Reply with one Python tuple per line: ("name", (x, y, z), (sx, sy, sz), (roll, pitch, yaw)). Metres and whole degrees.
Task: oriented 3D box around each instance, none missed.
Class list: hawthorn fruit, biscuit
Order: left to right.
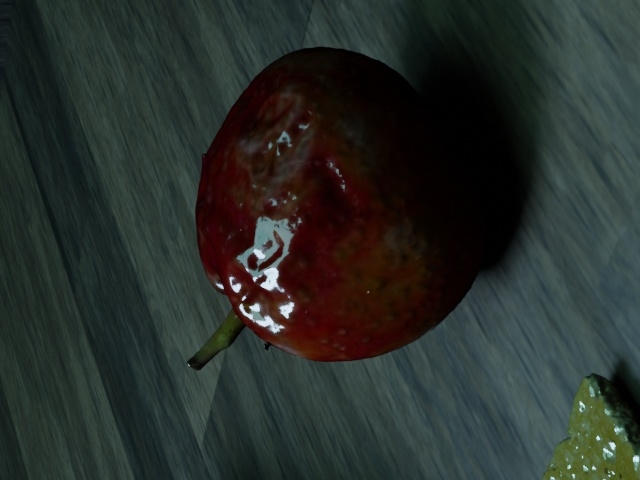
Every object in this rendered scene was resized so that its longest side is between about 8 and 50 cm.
("hawthorn fruit", (0.000, 0.000, 1.269), (0.266, 0.210, 0.230), (-54, 48, 4))
("biscuit", (0.180, 0.213, 1.143), (0.131, 0.026, 0.237), (-115, 29, -44))
